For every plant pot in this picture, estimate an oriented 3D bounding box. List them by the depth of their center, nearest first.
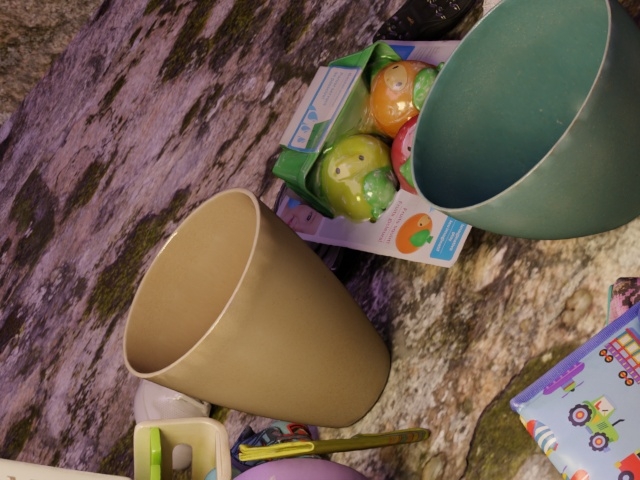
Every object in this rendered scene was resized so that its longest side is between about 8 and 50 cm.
[{"bbox_3d":[0.266,-0.114,1.586,0.290,0.195,0.290,-40,32,32],"label":"plant pot"},{"bbox_3d":[-0.056,0.113,1.799,0.256,0.274,0.256,-38,33,30],"label":"plant pot"}]

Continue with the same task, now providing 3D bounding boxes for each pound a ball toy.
[{"bbox_3d":[-0.153,0.396,1.756,0.208,0.136,0.319,-101,12,-53],"label":"pound a ball toy"}]

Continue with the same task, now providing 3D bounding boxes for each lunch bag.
[{"bbox_3d":[0.351,0.140,1.250,0.293,0.138,0.221,-43,49,8],"label":"lunch bag"}]

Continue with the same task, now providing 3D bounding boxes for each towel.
[{"bbox_3d":[0.019,0.222,1.624,0.102,0.237,0.021,-15,78,33],"label":"towel"}]

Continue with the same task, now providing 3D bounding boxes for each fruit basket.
[{"bbox_3d":[0.107,-0.132,1.902,0.353,0.165,0.327,8,66,54],"label":"fruit basket"}]

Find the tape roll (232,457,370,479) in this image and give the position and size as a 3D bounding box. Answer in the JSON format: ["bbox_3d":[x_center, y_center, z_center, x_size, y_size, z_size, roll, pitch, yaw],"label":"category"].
[{"bbox_3d":[-0.021,0.328,1.624,0.189,0.189,0.080,-41,32,30],"label":"tape roll"}]

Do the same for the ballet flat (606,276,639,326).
[{"bbox_3d":[0.306,0.131,1.423,0.079,0.077,0.221,-5,56,34],"label":"ballet flat"}]

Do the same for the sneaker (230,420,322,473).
[{"bbox_3d":[-0.048,0.273,1.819,0.262,0.104,0.125,-6,54,56],"label":"sneaker"}]

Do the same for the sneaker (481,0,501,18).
[{"bbox_3d":[0.241,-0.338,1.998,0.054,0.061,0.152,7,70,58],"label":"sneaker"}]

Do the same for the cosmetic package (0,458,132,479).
[{"bbox_3d":[-0.403,0.481,1.635,0.327,0.329,0.393,100,179,-54],"label":"cosmetic package"}]

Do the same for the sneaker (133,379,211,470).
[{"bbox_3d":[-0.178,0.178,2.121,0.169,0.108,0.292,-46,29,29],"label":"sneaker"}]

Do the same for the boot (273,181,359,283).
[{"bbox_3d":[0.000,0.000,2.064,0.161,0.083,0.246,4,65,46],"label":"boot"}]

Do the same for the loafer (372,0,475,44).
[{"bbox_3d":[0.162,-0.330,2.093,0.078,0.076,0.223,-25,-9,-45],"label":"loafer"}]
